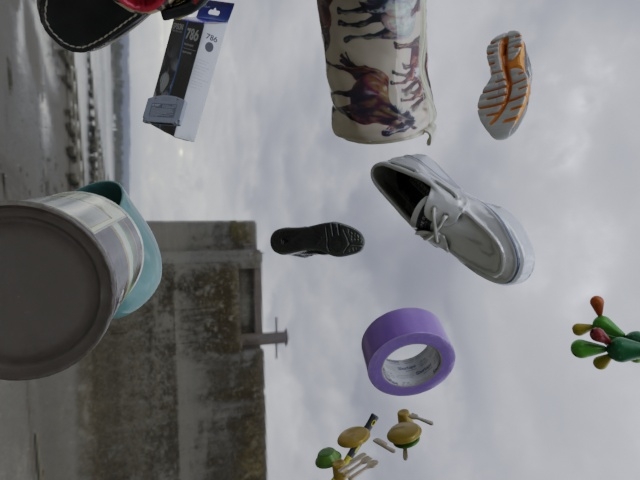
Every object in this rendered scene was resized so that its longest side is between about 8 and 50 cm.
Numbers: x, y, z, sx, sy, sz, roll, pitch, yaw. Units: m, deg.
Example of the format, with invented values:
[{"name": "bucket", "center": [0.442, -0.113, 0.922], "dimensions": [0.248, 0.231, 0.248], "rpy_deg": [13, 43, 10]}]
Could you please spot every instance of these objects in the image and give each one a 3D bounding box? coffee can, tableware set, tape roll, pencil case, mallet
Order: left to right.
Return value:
[{"name": "coffee can", "center": [-0.357, 0.038, 0.695], "dimensions": [0.275, 0.201, 0.202], "rpy_deg": [-146, -123, -76]}, {"name": "mallet", "center": [0.056, 0.412, 0.964], "dimensions": [0.062, 0.190, 0.039], "rpy_deg": [50, -17, -29]}, {"name": "tableware set", "center": [0.072, 0.277, 0.704], "dimensions": [0.104, 0.154, 0.024], "rpy_deg": [1, -70, 59]}, {"name": "pencil case", "center": [0.085, -0.343, 0.747], "dimensions": [0.183, 0.160, 0.410], "rpy_deg": [9, -64, 35]}, {"name": "tape roll", "center": [0.187, 0.241, 1.112], "dimensions": [0.080, 0.189, 0.189], "rpy_deg": [-100, -160, -56]}]

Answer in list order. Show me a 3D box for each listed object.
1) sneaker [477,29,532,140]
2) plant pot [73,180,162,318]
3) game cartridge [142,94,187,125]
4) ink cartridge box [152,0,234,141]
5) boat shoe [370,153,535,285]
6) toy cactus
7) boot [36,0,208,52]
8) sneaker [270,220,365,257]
[{"name": "sneaker", "center": [0.329, -0.259, 0.894], "dimensions": [0.084, 0.083, 0.215], "rpy_deg": [-3, -118, 38]}, {"name": "plant pot", "center": [-0.514, 0.043, 1.211], "dimensions": [0.235, 0.293, 0.293], "rpy_deg": [59, 1, -40]}, {"name": "game cartridge", "center": [-0.287, -0.241, 0.960], "dimensions": [0.017, 0.083, 0.056], "rpy_deg": [32, 69, -69]}, {"name": "ink cartridge box", "center": [-0.316, -0.417, 1.234], "dimensions": [0.165, 0.065, 0.333], "rpy_deg": [30, -76, 44]}, {"name": "boat shoe", "center": [0.154, -0.027, 0.664], "dimensions": [0.258, 0.084, 0.095], "rpy_deg": [47, -43, 45]}, {"name": "toy cactus", "center": [0.500, 0.148, 0.777], "dimensions": [0.180, 0.218, 0.112], "rpy_deg": [178, -83, -80]}, {"name": "boot", "center": [-0.185, -0.304, 0.535], "dimensions": [0.377, 0.138, 0.284], "rpy_deg": [-32, -143, 16]}, {"name": "sneaker", "center": [0.000, 0.000, 1.290], "dimensions": [0.130, 0.227, 0.087], "rpy_deg": [-3, 89, -81]}]
